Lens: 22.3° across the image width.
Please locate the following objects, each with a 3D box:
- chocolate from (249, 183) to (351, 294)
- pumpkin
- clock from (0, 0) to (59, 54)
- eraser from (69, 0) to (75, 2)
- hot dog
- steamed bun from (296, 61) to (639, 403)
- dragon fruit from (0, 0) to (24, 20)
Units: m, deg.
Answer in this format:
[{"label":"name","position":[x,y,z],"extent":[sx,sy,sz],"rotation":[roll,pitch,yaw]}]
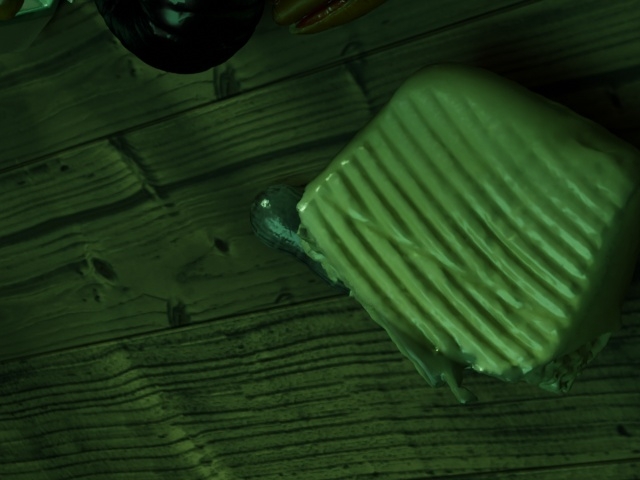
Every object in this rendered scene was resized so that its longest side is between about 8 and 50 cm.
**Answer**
[{"label":"chocolate","position":[0.000,0.000,1.686],"extent":[0.167,0.072,0.072],"rotation":[34,135,13]},{"label":"pumpkin","position":[-0.132,-0.255,1.534],"extent":[0.202,0.140,0.202],"rotation":[26,124,46]},{"label":"clock","position":[-0.434,-0.274,1.663],"extent":[0.262,0.231,0.116],"rotation":[37,111,6]},{"label":"eraser","position":[-0.293,-0.329,1.681],"extent":[0.150,0.023,0.104],"rotation":[38,136,5]},{"label":"hot dog","position":[0.036,-0.256,1.475],"extent":[0.236,0.062,0.092],"rotation":[-29,99,44]},{"label":"steamed bun","position":[0.151,-0.002,1.481],"extent":[0.290,0.273,0.272],"rotation":[37,179,10]},{"label":"dragon fruit","position":[-0.318,-0.327,1.468],"extent":[0.314,0.296,0.262],"rotation":[117,148,-71]}]
